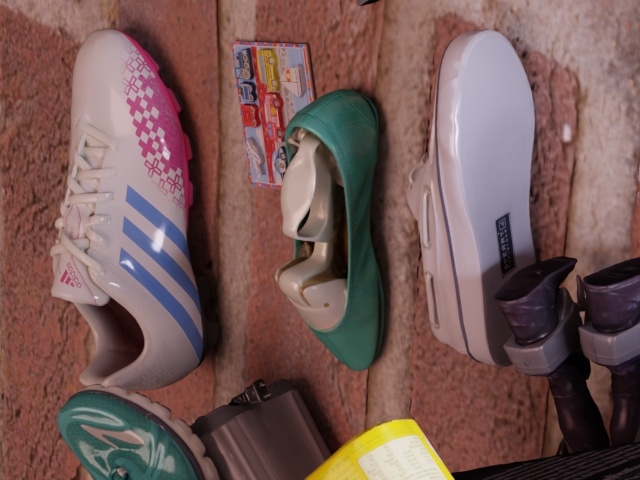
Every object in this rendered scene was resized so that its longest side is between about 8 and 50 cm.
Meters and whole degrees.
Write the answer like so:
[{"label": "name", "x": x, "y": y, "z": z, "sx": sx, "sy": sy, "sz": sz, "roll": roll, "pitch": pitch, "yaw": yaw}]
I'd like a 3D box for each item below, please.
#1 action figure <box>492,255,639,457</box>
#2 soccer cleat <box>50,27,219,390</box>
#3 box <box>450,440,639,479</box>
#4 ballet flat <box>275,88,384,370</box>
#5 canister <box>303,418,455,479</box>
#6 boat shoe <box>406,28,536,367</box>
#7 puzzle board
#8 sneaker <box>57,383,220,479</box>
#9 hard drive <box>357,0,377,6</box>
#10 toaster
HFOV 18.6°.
[{"label": "action figure", "x": 0.212, "y": 0.154, "z": 1.390, "sx": 0.185, "sy": 0.099, "sz": 0.285, "roll": 4, "pitch": 112, "yaw": 42}, {"label": "soccer cleat", "x": -0.185, "y": -0.021, "z": 1.750, "sx": 0.116, "sy": 0.143, "sz": 0.331, "roll": -1, "pitch": 104, "yaw": 50}, {"label": "box", "x": 0.189, "y": 0.371, "z": 1.186, "sx": 0.471, "sy": 0.297, "sz": 0.480, "roll": -14, "pitch": 86, "yaw": 33}, {"label": "ballet flat", "x": 0.000, "y": 0.000, "z": 1.582, "sx": 0.083, "sy": 0.087, "sz": 0.247, "roll": 22, "pitch": 122, "yaw": 43}, {"label": "canister", "x": 0.049, "y": 0.197, "z": 1.049, "sx": 0.126, "sy": 0.073, "sz": 0.170, "roll": -43, "pitch": 68, "yaw": 23}, {"label": "boat shoe", "x": 0.102, "y": -0.031, "z": 1.440, "sx": 0.084, "sy": 0.095, "sz": 0.258, "roll": 14, "pitch": 114, "yaw": 42}, {"label": "puzzle board", "x": -0.037, "y": -0.104, "z": 1.644, "sx": 0.096, "sy": 0.011, "sz": 0.128, "roll": 9, "pitch": 112, "yaw": 49}, {"label": "sneaker", "x": -0.133, "y": 0.236, "z": 1.625, "sx": 0.275, "sy": 0.110, "sz": 0.107, "roll": 52, "pitch": 133, "yaw": 14}, {"label": "hard drive", "x": 0.037, "y": -0.258, "z": 1.483, "sx": 0.094, "sy": 0.022, "sz": 0.135, "roll": -28, "pitch": 83, "yaw": 52}, {"label": "toaster", "x": -0.063, "y": 0.224, "z": 1.723, "sx": 0.227, "sy": 0.129, "sz": 0.146, "roll": -41, "pitch": 77, "yaw": 45}]
